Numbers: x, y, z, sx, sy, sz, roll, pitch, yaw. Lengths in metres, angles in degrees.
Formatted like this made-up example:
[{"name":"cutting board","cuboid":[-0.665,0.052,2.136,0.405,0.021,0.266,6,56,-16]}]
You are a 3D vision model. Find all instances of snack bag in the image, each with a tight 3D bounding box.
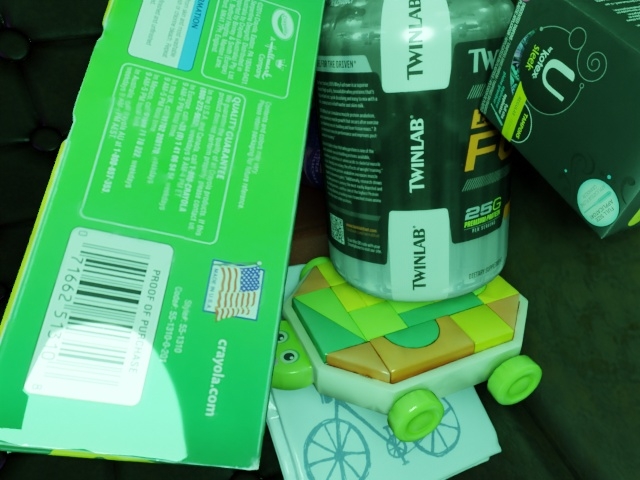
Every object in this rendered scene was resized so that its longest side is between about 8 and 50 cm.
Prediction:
[{"name":"snack bag","cuboid":[0.061,0.171,0.712,0.037,0.323,0.342,-48,56,50]}]

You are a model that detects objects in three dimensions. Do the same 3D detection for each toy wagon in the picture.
[{"name":"toy wagon","cuboid":[0.064,0.100,0.603,0.267,0.345,0.068,-127,30,-51]}]

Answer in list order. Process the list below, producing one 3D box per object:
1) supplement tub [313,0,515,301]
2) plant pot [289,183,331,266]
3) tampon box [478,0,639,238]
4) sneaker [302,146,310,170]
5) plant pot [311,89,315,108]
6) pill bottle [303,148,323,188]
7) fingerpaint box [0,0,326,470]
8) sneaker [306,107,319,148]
[{"name":"supplement tub","cuboid":[0.099,-0.124,0.558,0.207,0.207,0.337,-137,36,-59]},{"name":"plant pot","cuboid":[-0.070,0.050,0.906,0.267,0.236,0.267,22,108,39]},{"name":"tampon box","cuboid":[0.217,-0.106,0.384,0.120,0.102,0.161,96,153,-49]},{"name":"sneaker","cuboid":[-0.078,-0.221,1.200,0.212,0.094,0.080,-127,27,-51]},{"name":"plant pot","cuboid":[-0.087,-0.317,0.737,0.252,0.248,0.247,111,154,-51]},{"name":"pill bottle","cuboid":[0.040,-0.126,0.915,0.169,0.094,0.094,-148,47,-65]},{"name":"fingerpaint box","cuboid":[-0.131,-0.031,0.513,0.371,0.163,0.444,133,147,-64]},{"name":"sneaker","cuboid":[0.019,-0.268,0.864,0.090,0.082,0.232,-105,31,-51]}]
